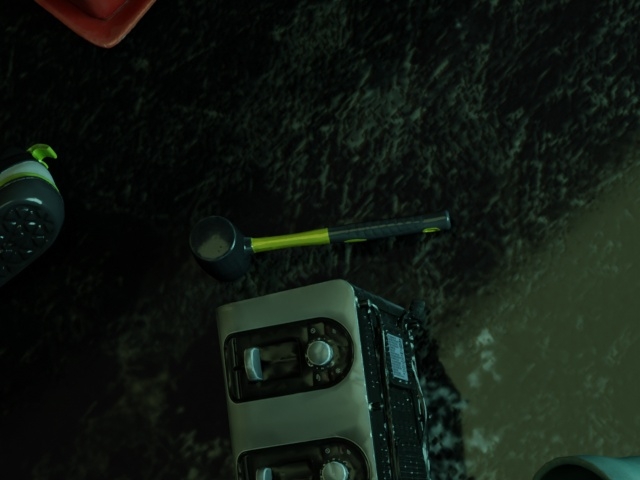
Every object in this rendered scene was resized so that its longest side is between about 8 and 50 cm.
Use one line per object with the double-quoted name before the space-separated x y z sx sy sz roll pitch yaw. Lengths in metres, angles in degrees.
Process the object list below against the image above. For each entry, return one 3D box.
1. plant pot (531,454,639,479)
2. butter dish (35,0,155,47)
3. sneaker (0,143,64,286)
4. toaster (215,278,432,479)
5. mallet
"plant pot" 0.252 0.254 0.932 0.196 0.293 0.293 -8 70 -14
"butter dish" -0.186 -0.262 1.279 0.160 0.118 0.160 38 87 23
"sneaker" -0.296 0.008 1.266 0.234 0.084 0.097 -31 44 4
"toaster" 0.009 0.120 1.086 0.110 0.185 0.168 -10 79 16
"mallet" 0.000 0.000 1.196 0.189 0.062 0.039 -5 73 -1
